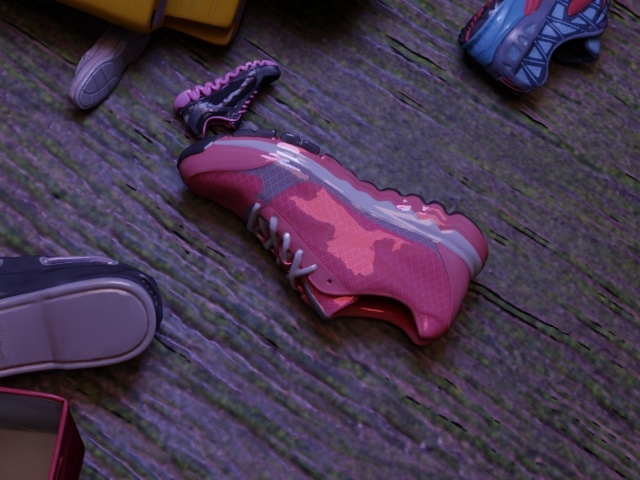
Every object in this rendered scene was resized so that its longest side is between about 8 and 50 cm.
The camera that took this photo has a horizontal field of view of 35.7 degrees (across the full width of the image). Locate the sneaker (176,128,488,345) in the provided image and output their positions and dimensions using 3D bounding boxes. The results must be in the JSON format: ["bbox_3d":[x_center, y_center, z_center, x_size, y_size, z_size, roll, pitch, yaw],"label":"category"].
[{"bbox_3d":[0.000,0.000,0.939,0.313,0.116,0.136,22,68,0],"label":"sneaker"}]

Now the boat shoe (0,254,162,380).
[{"bbox_3d":[-0.309,0.072,0.889,0.335,0.095,0.112,-4,105,-6],"label":"boat shoe"}]

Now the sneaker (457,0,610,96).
[{"bbox_3d":[0.271,-0.256,1.107,0.262,0.104,0.125,-42,97,-17],"label":"sneaker"}]

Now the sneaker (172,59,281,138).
[{"bbox_3d":[-0.089,-0.143,1.024,0.119,0.047,0.057,-27,81,-10],"label":"sneaker"}]

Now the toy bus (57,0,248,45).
[{"bbox_3d":[-0.235,-0.297,0.995,0.332,0.108,0.130,22,23,1],"label":"toy bus"}]

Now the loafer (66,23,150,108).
[{"bbox_3d":[-0.224,-0.184,1.022,0.039,0.045,0.125,23,59,19],"label":"loafer"}]

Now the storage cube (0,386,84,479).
[{"bbox_3d":[-0.294,0.218,0.766,0.214,0.193,0.184,8,67,-6],"label":"storage cube"}]
